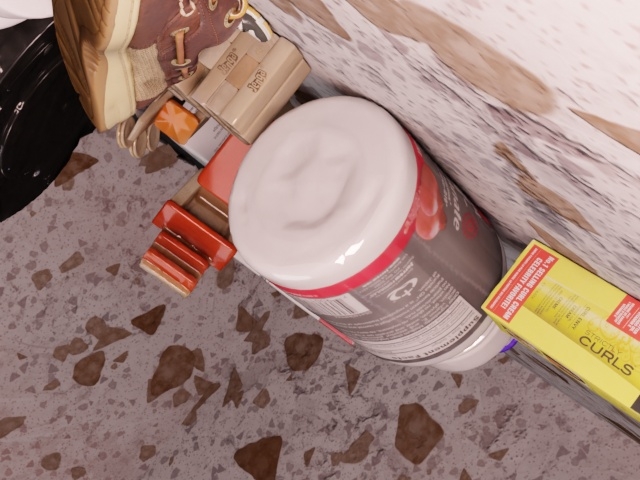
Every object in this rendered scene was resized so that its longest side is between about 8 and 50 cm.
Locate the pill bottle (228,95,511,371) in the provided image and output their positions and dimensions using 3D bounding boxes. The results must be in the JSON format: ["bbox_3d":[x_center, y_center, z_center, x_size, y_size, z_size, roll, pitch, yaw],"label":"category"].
[{"bbox_3d":[0.069,0.014,1.039,0.176,0.176,0.318,35,178,40],"label":"pill bottle"}]

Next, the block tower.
[{"bbox_3d":[-0.166,-0.213,1.032,0.335,0.097,0.091,37,178,20],"label":"block tower"}]

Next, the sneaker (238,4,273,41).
[{"bbox_3d":[-0.079,-0.187,0.924,0.083,0.037,0.032,36,177,-17],"label":"sneaker"}]

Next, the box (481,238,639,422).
[{"bbox_3d":[0.255,0.091,0.955,0.232,0.087,0.058,37,176,40],"label":"box"}]

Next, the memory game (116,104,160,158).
[{"bbox_3d":[-0.196,-0.183,1.235,0.012,0.186,0.186,8,172,12],"label":"memory game"}]

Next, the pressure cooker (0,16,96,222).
[{"bbox_3d":[-0.477,-0.258,1.293,0.420,0.375,0.370,35,178,7],"label":"pressure cooker"}]

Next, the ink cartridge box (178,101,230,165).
[{"bbox_3d":[-0.051,-0.093,1.506,0.278,0.117,0.201,37,178,8],"label":"ink cartridge box"}]

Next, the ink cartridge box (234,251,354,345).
[{"bbox_3d":[0.000,0.000,1.651,0.273,0.197,0.114,36,178,9],"label":"ink cartridge box"}]

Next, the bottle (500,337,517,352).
[{"bbox_3d":[0.173,0.055,1.406,0.118,0.092,0.283,37,179,36],"label":"bottle"}]

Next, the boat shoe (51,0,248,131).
[{"bbox_3d":[-0.113,-0.180,0.757,0.123,0.123,0.342,65,163,12],"label":"boat shoe"}]

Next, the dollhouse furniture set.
[{"bbox_3d":[-0.095,-0.054,1.215,0.262,0.135,0.259,36,140,-7],"label":"dollhouse furniture set"}]

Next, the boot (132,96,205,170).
[{"bbox_3d":[-0.211,-0.189,2.072,0.445,0.146,0.367,41,178,24],"label":"boot"}]

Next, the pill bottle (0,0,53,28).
[{"bbox_3d":[-0.314,-0.257,0.925,0.283,0.160,0.160,12,161,43],"label":"pill bottle"}]
